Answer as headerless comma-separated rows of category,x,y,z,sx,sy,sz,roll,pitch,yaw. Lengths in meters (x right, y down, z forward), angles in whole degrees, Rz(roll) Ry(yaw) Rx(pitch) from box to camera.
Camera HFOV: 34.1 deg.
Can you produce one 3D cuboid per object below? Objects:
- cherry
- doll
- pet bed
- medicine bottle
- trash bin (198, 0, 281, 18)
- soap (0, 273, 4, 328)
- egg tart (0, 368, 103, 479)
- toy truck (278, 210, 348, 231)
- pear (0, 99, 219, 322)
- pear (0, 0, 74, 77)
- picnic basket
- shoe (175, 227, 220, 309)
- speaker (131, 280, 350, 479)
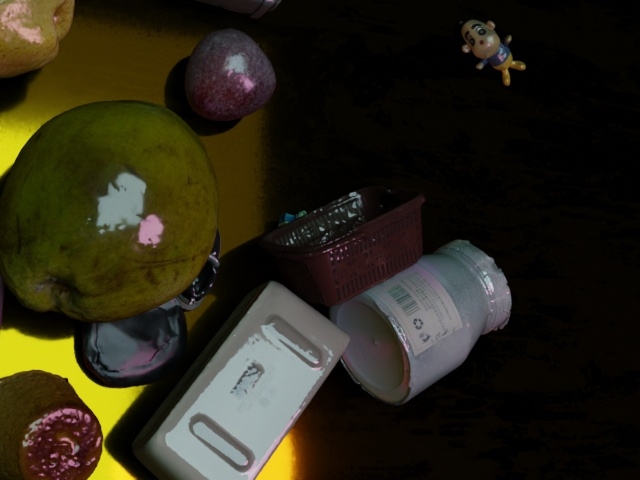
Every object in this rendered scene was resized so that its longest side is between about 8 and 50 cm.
cherry,-0.173,-0.309,1.954,0.176,0.140,0.176,-3,97,-27
doll,0.372,-0.421,2.290,0.179,0.102,0.089,40,22,-11
pet bed,-0.326,0.160,1.834,0.201,0.053,0.201,5,79,-26
medicine bottle,0.197,0.144,1.999,0.289,0.245,0.245,-26,92,-30
trash bin,-0.171,-0.536,2.025,0.236,0.101,0.177,8,78,-24
soap,-0.584,0.144,1.697,0.122,0.065,0.203,8,76,-27
egg tart,-0.438,0.312,1.665,0.202,0.147,0.203,-4,96,-41
toy truck,0.000,0.000,2.022,0.175,0.067,0.081,18,71,-24
pear,-0.340,-0.056,1.711,0.352,0.352,0.413,37,53,-16
pear,-0.542,-0.391,1.720,0.271,0.271,0.271,5,78,-26
picnic basket,0.048,0.012,1.910,0.296,0.222,0.129,-26,111,-30
shoe,-0.211,0.040,1.889,0.071,0.099,0.169,21,70,-19
speaker,-0.141,0.271,1.839,0.184,0.183,0.406,41,64,-8
